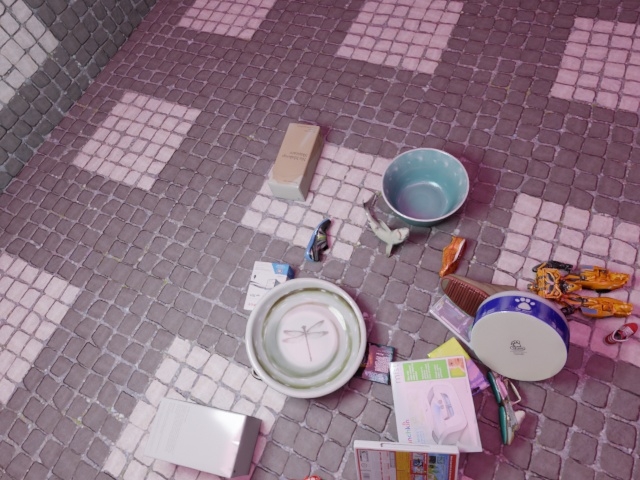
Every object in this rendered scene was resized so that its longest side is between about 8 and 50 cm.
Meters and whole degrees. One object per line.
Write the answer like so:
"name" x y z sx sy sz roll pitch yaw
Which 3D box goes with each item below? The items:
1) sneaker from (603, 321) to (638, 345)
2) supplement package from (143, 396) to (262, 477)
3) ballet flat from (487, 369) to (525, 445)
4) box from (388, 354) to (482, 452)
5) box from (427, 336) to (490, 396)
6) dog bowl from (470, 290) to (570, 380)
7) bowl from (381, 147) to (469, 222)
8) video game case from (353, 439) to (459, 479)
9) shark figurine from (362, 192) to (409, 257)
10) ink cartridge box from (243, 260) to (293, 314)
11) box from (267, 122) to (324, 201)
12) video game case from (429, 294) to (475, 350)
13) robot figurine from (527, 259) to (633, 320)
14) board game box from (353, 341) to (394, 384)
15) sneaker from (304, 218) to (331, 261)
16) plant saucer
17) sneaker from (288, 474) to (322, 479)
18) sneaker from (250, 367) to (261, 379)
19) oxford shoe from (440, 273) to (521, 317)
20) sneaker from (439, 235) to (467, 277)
"sneaker" 0.949 0.287 1.308 0.119 0.067 0.042 -30 64 -4
"supplement package" -0.365 0.624 1.338 0.293 0.175 0.177 7 65 14
"ballet flat" 0.573 0.501 1.278 0.079 0.077 0.221 -5 60 4
"box" 0.343 0.492 1.269 0.231 0.127 0.261 -9 70 15
"box" 0.444 0.417 1.356 0.109 0.042 0.178 -33 64 -4
"dog bowl" 0.594 0.287 1.259 0.265 0.264 0.104 22 38 19
"bowl" 0.387 -0.174 1.581 0.312 0.163 0.311 -4 64 9
"video game case" 0.245 0.651 1.206 0.285 0.204 0.025 -1 32 10
"shark figurine" 0.257 -0.053 1.604 0.116 0.166 0.278 -16 41 -25
"ink cartridge box" -0.190 0.184 1.567 0.140 0.082 0.190 5 65 13
"box" -0.099 -0.330 1.770 0.148 0.121 0.311 10 67 14
"video game case" 0.503 0.247 1.438 0.173 0.022 0.190 -42 65 -10
"robot figurine" 0.842 0.161 1.379 0.291 0.085 0.211 5 65 13
"board game box" 0.149 0.407 1.427 0.186 0.026 0.126 9 67 15
"sneaker" 0.000 0.000 1.636 0.078 0.067 0.188 24 68 -2
"plant saucer" -0.047 0.327 1.419 0.401 0.100 0.400 0 63 0
"sneaker" 0.016 0.784 1.238 0.270 0.090 0.144 0 68 14
"sneaker" -0.146 0.450 1.429 0.192 0.086 0.064 -4 64 9
"oxford shoe" 0.573 0.195 1.391 0.348 0.123 0.130 29 52 18
"sneaker" 0.469 0.063 1.520 0.067 0.064 0.175 17 62 39
